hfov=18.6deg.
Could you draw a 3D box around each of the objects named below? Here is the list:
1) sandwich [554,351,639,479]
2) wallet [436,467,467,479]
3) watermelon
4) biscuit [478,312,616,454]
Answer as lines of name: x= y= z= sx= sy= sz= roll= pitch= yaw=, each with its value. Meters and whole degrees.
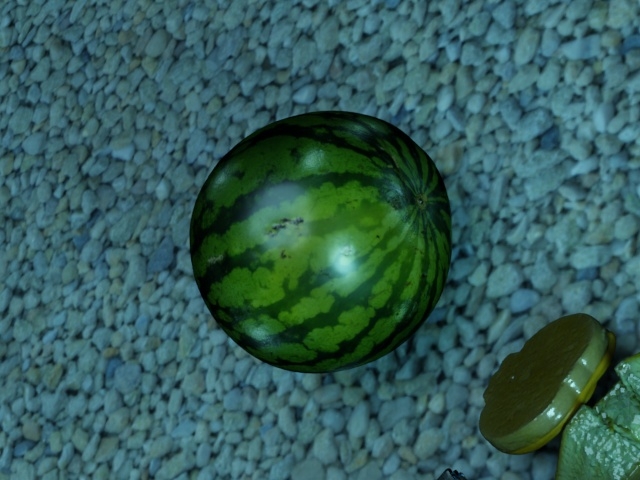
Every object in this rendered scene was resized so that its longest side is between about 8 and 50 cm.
sandwich: x=0.308 y=0.181 z=1.881 sx=0.244 sy=0.088 sz=0.090 roll=-50 pitch=49 yaw=10
wallet: x=0.157 y=0.344 z=1.964 sx=0.124 sy=0.042 sz=0.230 roll=-51 pitch=46 yaw=10
watermelon: x=0.000 y=0.000 z=2.109 sx=0.285 sy=0.285 sz=0.285 roll=-20 pitch=57 yaw=33
biscuit: x=0.228 y=0.150 z=1.972 sx=0.170 sy=0.050 sz=0.170 roll=-42 pitch=16 yaw=15
